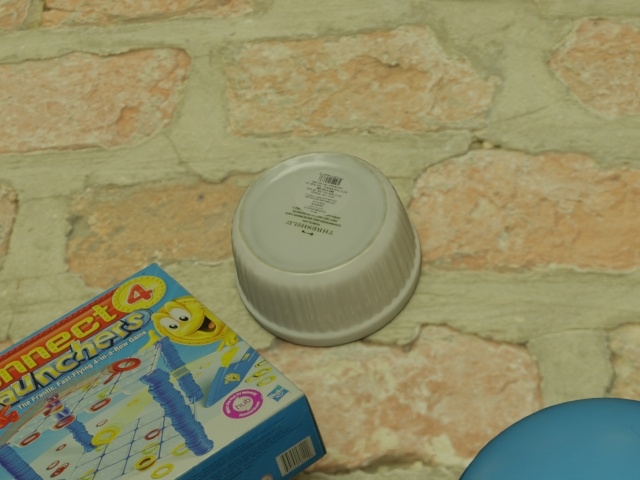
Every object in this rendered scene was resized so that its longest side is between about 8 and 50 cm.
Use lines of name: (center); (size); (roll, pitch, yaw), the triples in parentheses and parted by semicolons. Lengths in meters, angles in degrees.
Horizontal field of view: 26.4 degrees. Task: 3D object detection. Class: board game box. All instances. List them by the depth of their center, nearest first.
board game box: (-0.206, 0.186, 1.322); (0.308, 0.086, 0.302); (-32, 38, -20)

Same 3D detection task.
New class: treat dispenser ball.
treat dispenser ball: (0.234, 0.272, 1.107); (0.288, 0.288, 0.288); (-6, 54, 8)

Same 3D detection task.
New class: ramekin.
ramekin: (0.000, 0.000, 1.468); (0.207, 0.109, 0.207); (-6, 53, 9)
